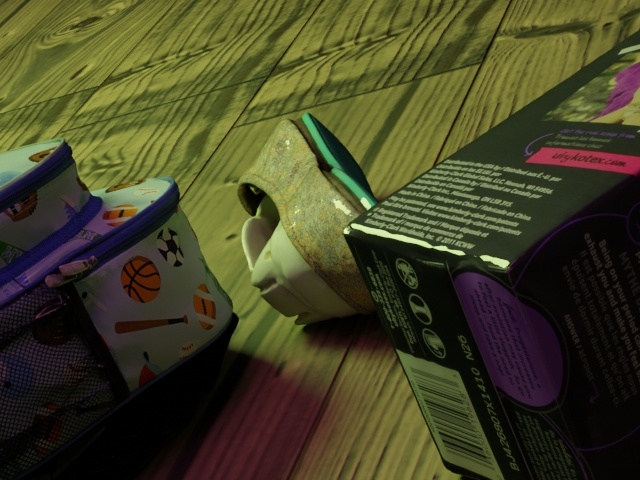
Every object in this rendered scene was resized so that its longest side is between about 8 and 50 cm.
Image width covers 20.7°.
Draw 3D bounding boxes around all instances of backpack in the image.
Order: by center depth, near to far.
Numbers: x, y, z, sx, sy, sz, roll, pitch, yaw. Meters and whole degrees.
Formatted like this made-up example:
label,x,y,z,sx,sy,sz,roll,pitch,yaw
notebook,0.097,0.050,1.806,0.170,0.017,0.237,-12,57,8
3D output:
label,x,y,z,sx,sy,sz,roll,pitch,yaw
backpack,-0.201,0.051,1.139,0.263,0.213,0.276,-26,17,-35

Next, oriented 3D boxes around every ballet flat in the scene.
label,x,y,z,sx,sy,sz,roll,pitch,yaw
ballet flat,0.000,0.000,1.209,0.106,0.107,0.316,-43,17,4

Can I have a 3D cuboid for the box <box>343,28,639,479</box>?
label,x,y,z,sx,sy,sz,roll,pitch,yaw
box,0.176,0.002,0.916,0.270,0.165,0.143,-33,24,-23
